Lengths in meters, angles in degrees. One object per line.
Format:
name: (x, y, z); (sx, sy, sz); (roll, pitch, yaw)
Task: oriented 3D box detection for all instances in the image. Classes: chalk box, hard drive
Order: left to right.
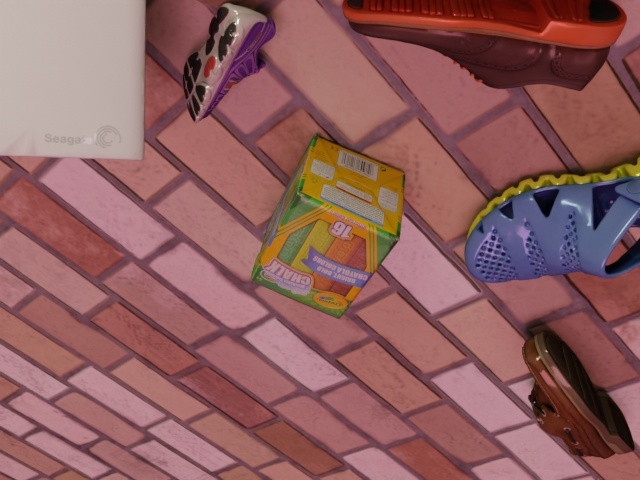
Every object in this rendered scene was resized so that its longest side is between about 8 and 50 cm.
hard drive: (-0.261, -0.229, 0.566); (0.203, 0.040, 0.307); (-1, 100, -25)
chalk box: (0.000, 0.000, 0.815); (0.133, 0.132, 0.213); (23, 131, -9)

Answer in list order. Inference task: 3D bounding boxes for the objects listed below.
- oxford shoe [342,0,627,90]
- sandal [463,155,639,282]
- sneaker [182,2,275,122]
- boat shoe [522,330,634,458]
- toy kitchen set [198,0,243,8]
oxford shoe: (0.154, -0.198, 0.639); (0.272, 0.096, 0.098); (9, 138, 3)
sandal: (0.318, -0.011, 0.745); (0.318, 0.138, 0.126); (-21, 126, 29)
sneaker: (-0.103, -0.189, 0.714); (0.071, 0.068, 0.170); (-3, 158, -37)
boat shoe: (0.379, 0.259, 0.987); (0.105, 0.110, 0.307); (-27, 121, 29)
toy kitchen set: (-0.101, -0.285, 0.630); (0.075, 0.083, 0.068); (-19, 83, 25)
